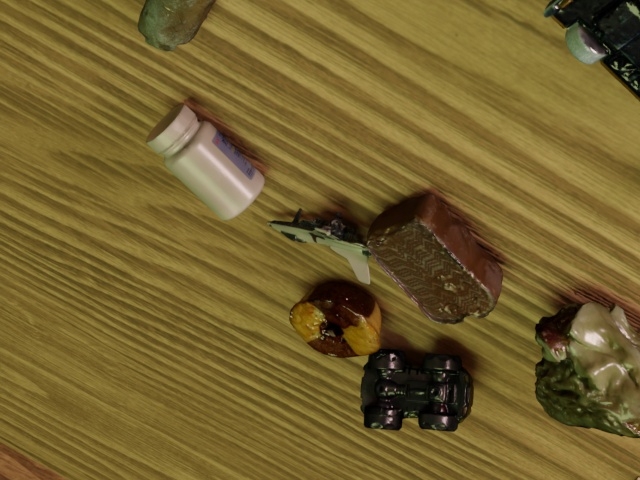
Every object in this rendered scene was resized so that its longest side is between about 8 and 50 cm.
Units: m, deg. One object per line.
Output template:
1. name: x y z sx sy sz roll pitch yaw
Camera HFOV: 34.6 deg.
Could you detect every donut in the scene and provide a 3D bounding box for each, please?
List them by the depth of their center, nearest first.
1. donut: 0.035 0.144 1.881 0.166 0.073 0.184 39 143 -15

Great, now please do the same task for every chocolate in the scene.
1. chocolate: 0.188 0.029 1.630 0.214 0.093 0.148 46 141 -21

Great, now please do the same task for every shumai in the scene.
1. shumai: 0.442 0.185 1.618 0.256 0.189 0.218 -4 116 57

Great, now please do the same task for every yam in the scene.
1. yam: -0.174 -0.360 1.405 0.093 0.093 0.259 35 143 -9

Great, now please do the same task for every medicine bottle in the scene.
1. medicine bottle: -0.188 -0.128 1.677 0.187 0.103 0.103 45 140 -20

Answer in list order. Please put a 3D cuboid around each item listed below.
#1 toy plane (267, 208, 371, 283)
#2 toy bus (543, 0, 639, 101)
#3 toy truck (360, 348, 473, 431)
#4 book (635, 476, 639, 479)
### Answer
1. toy plane: 0.012 -0.012 1.713 0.234 0.082 0.160 31 -178 32
2. toy bus: 0.402 -0.226 1.133 0.275 0.167 0.138 41 142 -9
3. toy truck: 0.188 0.281 1.904 0.224 0.147 0.165 -2 169 30
4. book: 0.642 0.521 1.988 0.118 0.012 0.172 21 142 10
